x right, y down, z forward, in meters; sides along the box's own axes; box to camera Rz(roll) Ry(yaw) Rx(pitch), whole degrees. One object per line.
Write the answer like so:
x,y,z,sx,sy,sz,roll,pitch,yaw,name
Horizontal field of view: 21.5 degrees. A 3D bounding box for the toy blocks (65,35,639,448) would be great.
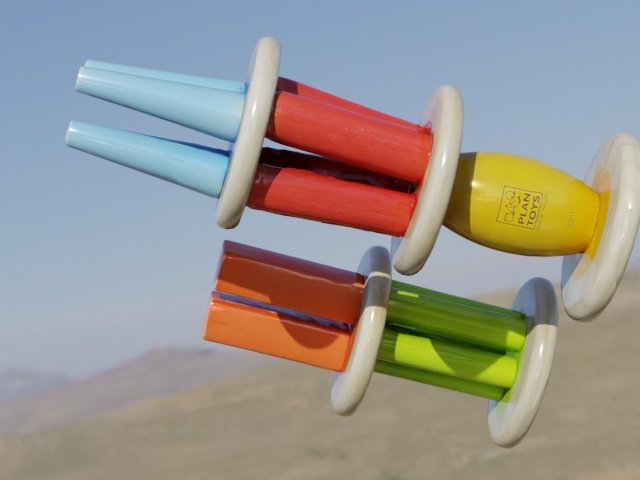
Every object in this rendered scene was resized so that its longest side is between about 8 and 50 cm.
0.000,0.000,0.472,0.148,0.054,0.123,14,-39,-6,toy blocks
